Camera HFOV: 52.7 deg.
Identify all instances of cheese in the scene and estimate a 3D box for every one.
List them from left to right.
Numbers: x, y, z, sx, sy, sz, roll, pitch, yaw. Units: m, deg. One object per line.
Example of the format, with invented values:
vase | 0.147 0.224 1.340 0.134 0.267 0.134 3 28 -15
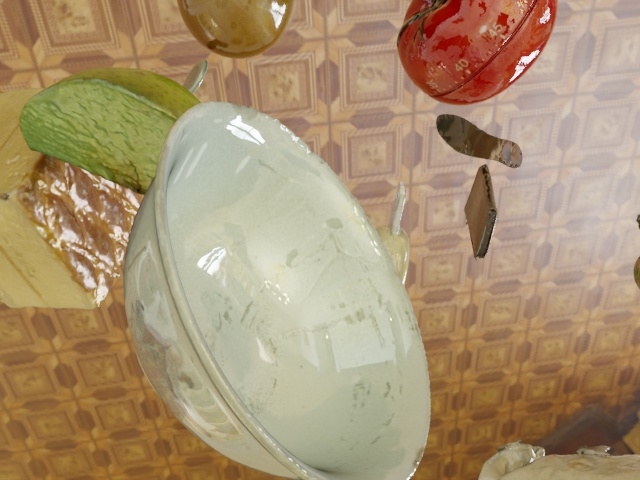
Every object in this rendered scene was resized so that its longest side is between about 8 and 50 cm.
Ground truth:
cheese | 0.113 0.013 1.056 0.064 0.137 0.228 8 117 -4

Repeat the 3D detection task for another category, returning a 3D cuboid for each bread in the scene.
bread | -0.444 -0.069 1.057 0.206 0.279 0.279 -3 135 15

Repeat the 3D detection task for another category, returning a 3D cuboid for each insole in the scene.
insole | 0.347 -0.210 1.397 0.253 0.086 0.005 15 160 -27

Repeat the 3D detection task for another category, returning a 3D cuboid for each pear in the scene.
pear | -0.234 -0.162 0.836 0.287 0.139 0.239 23 161 -6

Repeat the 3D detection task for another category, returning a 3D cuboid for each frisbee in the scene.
frisbee | -0.304 -0.386 1.545 0.014 0.110 0.110 29 116 -32

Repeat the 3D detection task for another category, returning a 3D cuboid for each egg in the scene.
egg | -0.188 -0.581 1.474 0.282 0.283 0.351 0 145 -11

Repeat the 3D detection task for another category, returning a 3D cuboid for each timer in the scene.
timer | 0.362 -0.495 1.496 0.279 0.378 0.378 35 113 -20

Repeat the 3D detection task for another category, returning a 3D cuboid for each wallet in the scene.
wallet | 0.331 -0.061 1.322 0.031 0.232 0.122 11 119 2

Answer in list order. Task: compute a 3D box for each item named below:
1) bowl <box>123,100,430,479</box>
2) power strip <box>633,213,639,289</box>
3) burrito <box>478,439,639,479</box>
bowl | -0.075 0.082 0.712 0.195 0.435 0.435 -29 127 27
power strip | 0.414 0.136 0.602 0.066 0.388 0.092 -27 168 -17
burrito | 0.172 0.139 0.313 0.086 0.226 0.061 -26 96 -32
